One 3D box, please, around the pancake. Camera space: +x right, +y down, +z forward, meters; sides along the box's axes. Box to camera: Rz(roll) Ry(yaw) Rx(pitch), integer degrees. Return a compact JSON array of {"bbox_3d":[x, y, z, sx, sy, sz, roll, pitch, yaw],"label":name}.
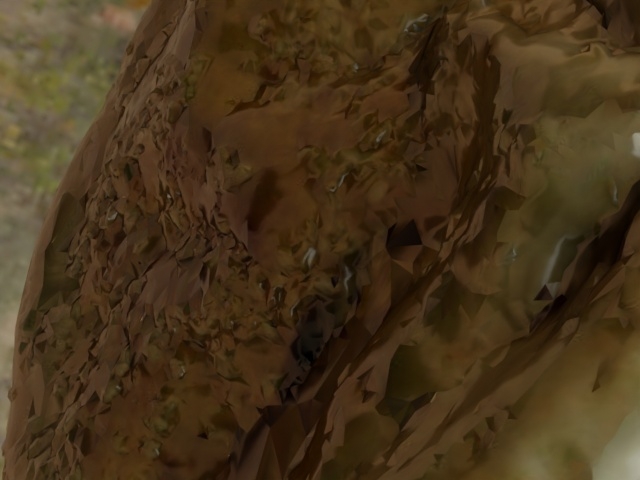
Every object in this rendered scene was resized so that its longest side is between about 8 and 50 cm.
[{"bbox_3d":[-0.001,0.000,0.542,0.387,0.082,0.386,-34,-135,43],"label":"pancake"}]
